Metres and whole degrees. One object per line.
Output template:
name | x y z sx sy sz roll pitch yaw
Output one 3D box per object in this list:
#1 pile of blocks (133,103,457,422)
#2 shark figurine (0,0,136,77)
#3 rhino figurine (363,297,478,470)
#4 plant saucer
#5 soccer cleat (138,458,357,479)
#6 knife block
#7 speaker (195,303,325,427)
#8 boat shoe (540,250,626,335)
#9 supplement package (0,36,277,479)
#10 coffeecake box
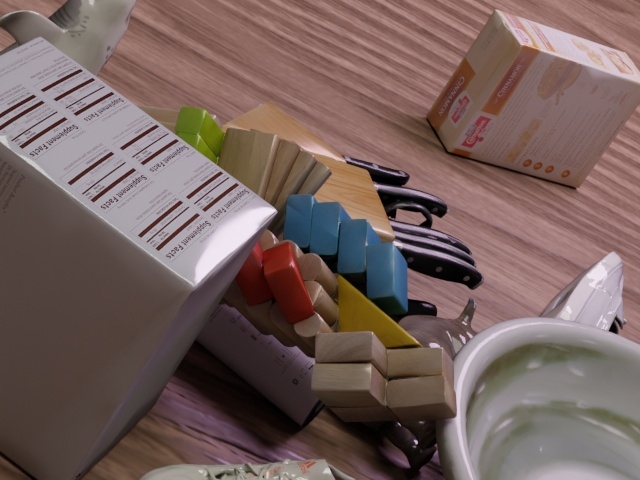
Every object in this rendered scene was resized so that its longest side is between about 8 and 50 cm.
pile of blocks | -0.041 -0.006 1.360 0.362 0.149 0.112 35 -7 24
shark figurine | -0.279 -0.141 1.541 0.278 0.166 0.116 -14 25 -33
rhino figurine | 0.095 0.104 1.536 0.106 0.073 0.243 45 28 14
plant saucer | 0.235 0.236 1.423 0.400 0.100 0.400 26 33 -18
soccer cleat | -0.032 0.172 1.284 0.196 0.076 0.068 15 33 -31
knife block | 0.000 0.000 1.582 0.242 0.088 0.276 38 28 10
speaker | -0.049 0.078 1.441 0.136 0.055 0.055 38 28 9
boat shoe | 0.253 0.067 1.778 0.063 0.066 0.184 49 26 0
supplement package | -0.177 0.014 1.257 0.203 0.194 0.149 37 28 5
coffeecake box | 0.228 -0.146 2.000 0.185 0.142 0.068 13 33 -34
